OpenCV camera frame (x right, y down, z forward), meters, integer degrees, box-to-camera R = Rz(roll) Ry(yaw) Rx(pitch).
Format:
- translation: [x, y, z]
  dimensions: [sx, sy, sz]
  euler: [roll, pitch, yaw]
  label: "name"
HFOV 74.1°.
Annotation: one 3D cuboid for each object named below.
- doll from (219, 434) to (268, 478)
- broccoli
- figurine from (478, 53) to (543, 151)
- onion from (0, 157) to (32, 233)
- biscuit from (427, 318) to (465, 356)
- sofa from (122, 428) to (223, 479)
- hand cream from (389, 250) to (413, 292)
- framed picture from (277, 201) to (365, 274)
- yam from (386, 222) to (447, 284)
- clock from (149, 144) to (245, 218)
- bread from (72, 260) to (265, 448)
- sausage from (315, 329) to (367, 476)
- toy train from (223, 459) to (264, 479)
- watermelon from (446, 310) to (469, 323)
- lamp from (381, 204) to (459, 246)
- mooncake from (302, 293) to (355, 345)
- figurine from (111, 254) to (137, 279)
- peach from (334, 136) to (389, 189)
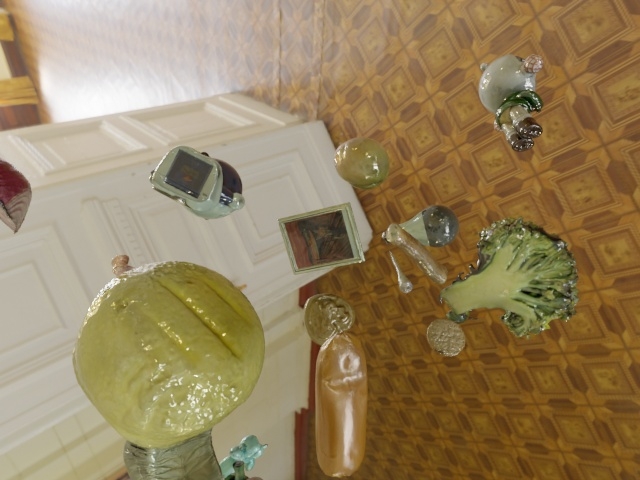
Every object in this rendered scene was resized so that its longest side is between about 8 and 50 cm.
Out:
- translation: [-0.235, 0.654, 1.292]
  dimensions: [0.158, 0.159, 0.059]
  euler: [-49, 54, 14]
  label: "doll"
- translation: [0.413, 0.081, 0.922]
  dimensions: [0.273, 0.180, 0.243]
  euler: [-33, 74, 32]
  label: "broccoli"
- translation: [0.605, -0.446, 1.344]
  dimensions: [0.281, 0.167, 0.370]
  euler: [97, 175, -56]
  label: "figurine"
- translation: [-0.869, -0.165, 1.138]
  dimensions: [0.247, 0.111, 0.250]
  euler: [52, 148, -7]
  label: "onion"
- translation: [0.383, 0.294, 1.293]
  dimensions: [0.120, 0.120, 0.015]
  euler: [47, 159, 21]
  label: "biscuit"
- translation: [-0.284, 0.438, 0.935]
  dimensions: [0.176, 0.210, 0.225]
  euler: [41, 103, 27]
  label: "sofa"
- translation: [0.221, 0.090, 1.178]
  dimensions: [0.057, 0.037, 0.165]
  euler: [57, -169, -29]
  label: "hand cream"
- translation: [0.000, 0.000, 1.465]
  dimensions: [0.273, 0.016, 0.217]
  euler: [-13, 103, 19]
  label: "framed picture"
- translation: [0.306, 0.044, 1.325]
  dimensions: [0.299, 0.066, 0.066]
  euler: [39, 156, -33]
  label: "yam"
- translation: [-0.259, -0.122, 0.953]
  dimensions: [0.199, 0.147, 0.243]
  euler: [22, 180, -1]
  label: "clock"
- translation: [-0.260, 0.187, 0.769]
  dimensions: [0.320, 0.320, 0.237]
  euler: [47, 108, 21]
  label: "bread"
- translation: [0.051, 0.391, 1.050]
  dimensions: [0.116, 0.134, 0.354]
  euler: [-168, 80, -76]
  label: "sausage"
- translation: [-0.093, 0.545, 0.777]
  dimensions: [0.304, 0.150, 0.222]
  euler: [1, 97, 45]
  label: "toy train"
- translation: [0.635, 0.348, 1.944]
  dimensions: [0.105, 0.105, 0.062]
  euler: [114, 152, -45]
  label: "watermelon"
- translation: [0.440, -0.031, 1.822]
  dimensions: [0.313, 0.182, 0.182]
  euler: [-29, 87, 22]
  label: "lamp"
- translation: [0.027, 0.340, 1.890]
  dimensions: [0.235, 0.234, 0.117]
  euler: [60, 172, 5]
  label: "mooncake"
- translation: [-0.465, 0.134, 1.122]
  dimensions: [0.275, 0.200, 0.133]
  euler: [19, 84, 31]
  label: "figurine"
- translation: [0.210, -0.390, 2.122]
  dimensions: [0.292, 0.292, 0.247]
  euler: [44, 102, 24]
  label: "peach"
